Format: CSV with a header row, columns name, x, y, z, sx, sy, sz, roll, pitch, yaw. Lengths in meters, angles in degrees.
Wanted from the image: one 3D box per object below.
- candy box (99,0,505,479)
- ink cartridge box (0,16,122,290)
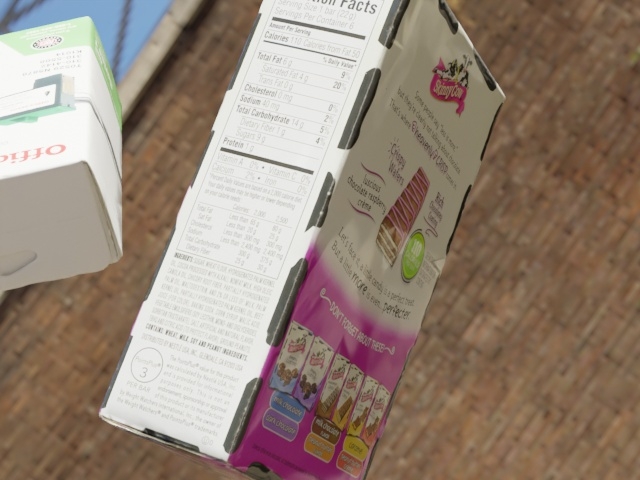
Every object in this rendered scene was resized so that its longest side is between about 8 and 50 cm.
name,x,y,z,sx,sy,sz,roll,pitch,yaw
candy box,0.000,0.000,0.746,0.233,0.071,0.159,-68,-25,-11
ink cartridge box,-0.232,-0.063,1.183,0.219,0.160,0.092,-102,-1,-56
